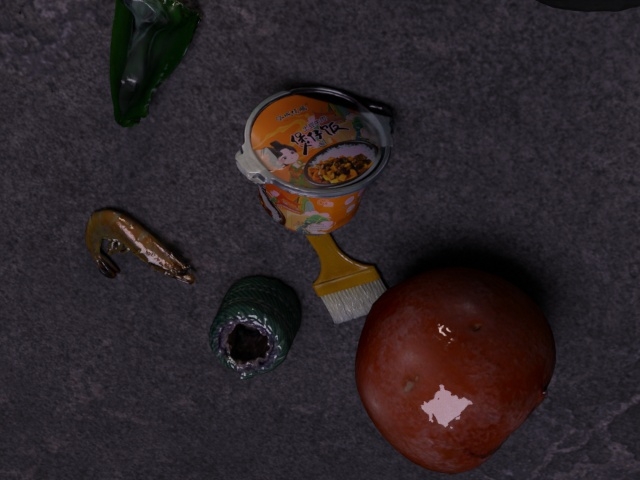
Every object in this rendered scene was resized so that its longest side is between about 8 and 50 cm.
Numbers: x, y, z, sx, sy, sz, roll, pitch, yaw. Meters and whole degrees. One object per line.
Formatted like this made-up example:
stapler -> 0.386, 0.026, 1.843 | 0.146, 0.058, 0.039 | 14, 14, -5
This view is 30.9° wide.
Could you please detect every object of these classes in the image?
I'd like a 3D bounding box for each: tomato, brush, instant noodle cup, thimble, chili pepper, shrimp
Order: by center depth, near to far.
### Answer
instant noodle cup -> -0.010, -0.088, 1.437 | 0.208, 0.178, 0.125 | -9, 145, -14
chili pepper -> -0.220, -0.231, 1.452 | 0.108, 0.062, 0.216 | 21, 131, 1
tomato -> 0.166, 0.156, 1.493 | 0.264, 0.265, 0.265 | 9, 127, 11
brush -> 0.000, 0.000, 1.584 | 0.103, 0.013, 0.272 | -19, 117, 28
thimble -> -0.096, 0.124, 1.658 | 0.118, 0.090, 0.135 | 39, 129, -9
shrimp -> -0.270, 0.030, 1.679 | 0.178, 0.034, 0.124 | 36, 131, -8

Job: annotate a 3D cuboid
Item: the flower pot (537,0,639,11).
flower pot -> 0.240, -0.366, 1.054 | 0.379, 0.379, 0.251 | -5, 144, 21
